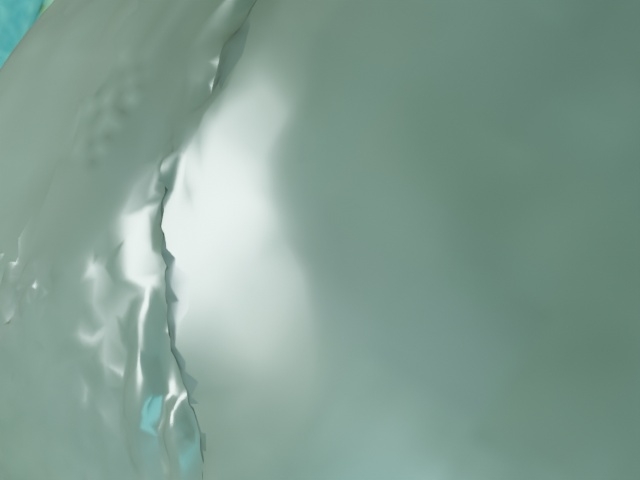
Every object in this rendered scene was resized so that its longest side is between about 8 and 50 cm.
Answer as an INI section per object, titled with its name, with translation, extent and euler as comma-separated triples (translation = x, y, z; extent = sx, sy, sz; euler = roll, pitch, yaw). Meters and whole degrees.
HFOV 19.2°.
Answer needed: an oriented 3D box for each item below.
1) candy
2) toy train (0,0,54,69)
[candy]
translation = 0.053, 0.036, 0.413
extent = 0.295, 0.185, 0.295
euler = 0, 74, 0
[toy train]
translation = 0.000, 0.000, 0.574
extent = 0.397, 0.160, 0.253
euler = 23, 99, -2
